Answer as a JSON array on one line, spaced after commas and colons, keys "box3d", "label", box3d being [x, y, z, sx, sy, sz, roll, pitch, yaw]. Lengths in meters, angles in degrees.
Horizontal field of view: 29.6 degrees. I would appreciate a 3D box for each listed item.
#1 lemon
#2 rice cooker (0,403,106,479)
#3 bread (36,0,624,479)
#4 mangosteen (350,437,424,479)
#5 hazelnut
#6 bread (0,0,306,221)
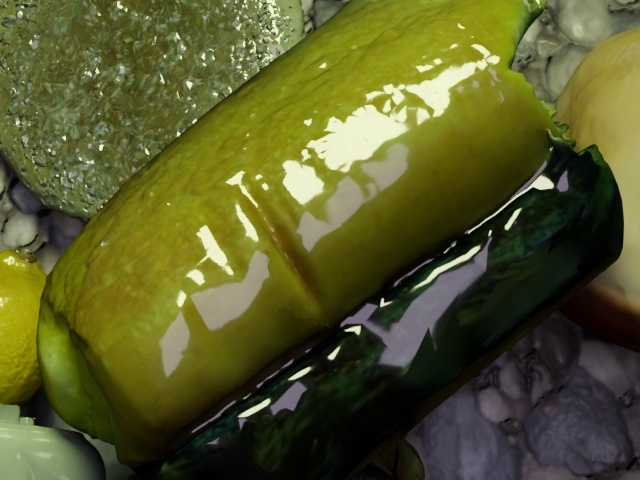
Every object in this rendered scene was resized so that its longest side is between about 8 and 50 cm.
[{"box3d": [-0.237, 0.065, 0.862, 0.109, 0.109, 0.133, 21, 93, -2], "label": "lemon"}, {"box3d": [-0.246, 0.220, 0.737, 0.226, 0.226, 0.244, 3, 82, -5], "label": "rice cooker"}, {"box3d": [0.000, 0.000, 0.741, 0.376, 0.251, 0.208, -40, 114, -9], "label": "bread"}, {"box3d": [-0.026, 0.217, 0.813, 0.243, 0.243, 0.243, 1, 80, -6], "label": "mangosteen"}, {"box3d": [0.258, -0.031, 0.887, 0.261, 0.241, 0.261, 6, 81, -39], "label": "hazelnut"}, {"box3d": [-0.138, -0.134, 0.891, 0.267, 0.040, 0.267, -3, 80, 18], "label": "bread"}]
